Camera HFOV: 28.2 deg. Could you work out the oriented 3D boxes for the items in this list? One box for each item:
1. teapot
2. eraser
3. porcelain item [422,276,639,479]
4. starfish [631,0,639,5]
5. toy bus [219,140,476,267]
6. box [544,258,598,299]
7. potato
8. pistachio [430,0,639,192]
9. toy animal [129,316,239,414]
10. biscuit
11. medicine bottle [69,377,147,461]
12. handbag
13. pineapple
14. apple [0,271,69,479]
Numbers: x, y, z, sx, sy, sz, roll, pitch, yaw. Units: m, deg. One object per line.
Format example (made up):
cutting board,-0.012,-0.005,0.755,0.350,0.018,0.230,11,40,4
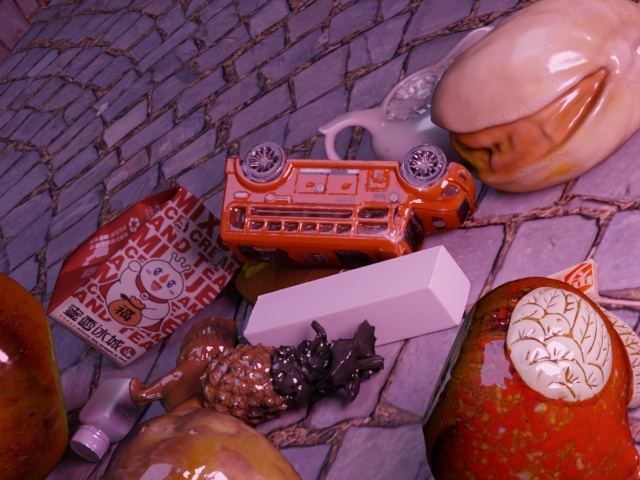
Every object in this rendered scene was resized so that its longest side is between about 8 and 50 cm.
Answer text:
teapot,0.146,-0.180,1.851,0.299,0.166,0.208,-25,42,5
eraser,0.043,0.090,1.647,0.298,0.078,0.076,-17,35,34
porcelain item,0.225,0.169,1.235,0.253,0.253,0.253,-28,30,18
starfish,0.436,-0.306,1.770,0.347,0.078,0.358,-19,36,42
toy bus,0.038,-0.039,1.703,0.329,0.143,0.153,2,70,15
box,0.279,0.060,1.486,0.093,0.015,0.058,-24,30,27
potato,-0.144,0.326,1.355,0.301,0.237,0.289,-28,30,19
pistachio,0.294,-0.193,1.628,0.309,0.230,0.230,-33,27,31
toy animal,-0.177,0.209,1.702,0.157,0.097,0.312,-36,25,17
biscuit,-0.001,-0.001,1.859,0.277,0.052,0.262,-42,29,-7
medicine bottle,-0.308,0.257,1.835,0.074,0.055,0.118,-6,41,44
handbag,-0.260,0.043,1.931,0.298,0.171,0.151,-37,27,28
pineapple,-0.029,0.167,1.603,0.237,0.111,0.119,-19,60,22
apple,-0.525,0.213,1.837,0.374,0.374,0.384,31,101,60
